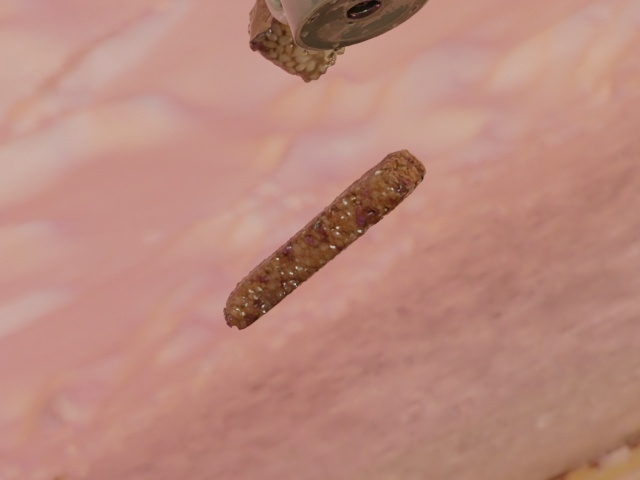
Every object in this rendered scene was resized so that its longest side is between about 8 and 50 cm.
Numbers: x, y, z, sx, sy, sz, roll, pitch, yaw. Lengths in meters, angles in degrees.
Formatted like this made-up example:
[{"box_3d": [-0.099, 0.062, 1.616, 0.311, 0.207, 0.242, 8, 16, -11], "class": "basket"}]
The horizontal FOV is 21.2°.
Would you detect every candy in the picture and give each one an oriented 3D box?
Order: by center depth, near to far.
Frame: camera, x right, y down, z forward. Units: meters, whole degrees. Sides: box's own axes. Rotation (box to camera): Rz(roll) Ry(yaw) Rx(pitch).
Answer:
[{"box_3d": [-0.023, -0.218, 1.734, 0.110, 0.085, 0.095, 26, 122, -21], "class": "candy"}]

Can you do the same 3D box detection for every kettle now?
[{"box_3d": [0.003, -0.207, 1.136, 0.098, 0.148, 0.127, -21, 164, -5], "class": "kettle"}]

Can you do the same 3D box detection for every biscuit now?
[{"box_3d": [0.000, 0.000, 1.309, 0.199, 0.034, 0.064, -39, -176, 29], "class": "biscuit"}]
